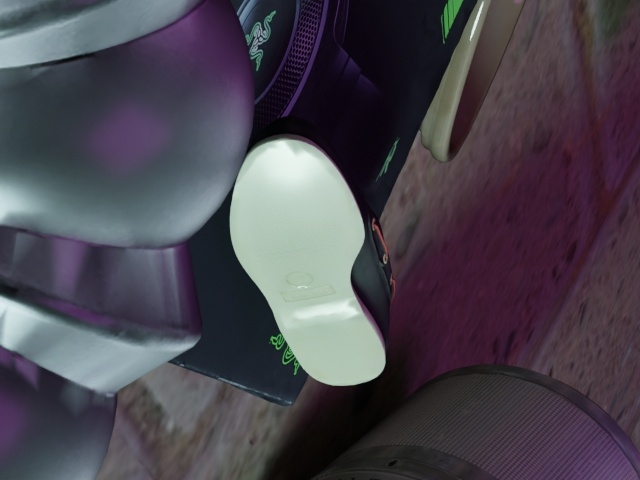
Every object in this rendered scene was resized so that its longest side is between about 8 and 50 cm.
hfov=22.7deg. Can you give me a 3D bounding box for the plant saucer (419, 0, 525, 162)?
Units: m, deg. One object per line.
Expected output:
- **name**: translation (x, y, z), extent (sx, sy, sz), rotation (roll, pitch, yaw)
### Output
- **plant saucer**: translation (0.105, -0.179, 0.914), extent (0.278, 0.041, 0.277), rotation (22, 90, -83)

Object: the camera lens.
- **camera lens**: translation (0.089, 0.222, 1.061), extent (0.274, 0.219, 0.219), rotation (-32, 137, -53)

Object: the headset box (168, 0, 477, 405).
- **headset box**: translation (-0.057, -0.083, 0.619), extent (0.246, 0.131, 0.283), rotation (-66, 156, -5)

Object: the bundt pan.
- **bundt pan**: translation (-0.150, -0.028, 0.324), extent (0.331, 0.124, 0.330), rotation (-15, 118, -31)

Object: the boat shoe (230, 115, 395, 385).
- **boat shoe**: translation (-0.002, 0.000, 0.595), extent (0.133, 0.049, 0.042), rotation (71, 19, -48)
